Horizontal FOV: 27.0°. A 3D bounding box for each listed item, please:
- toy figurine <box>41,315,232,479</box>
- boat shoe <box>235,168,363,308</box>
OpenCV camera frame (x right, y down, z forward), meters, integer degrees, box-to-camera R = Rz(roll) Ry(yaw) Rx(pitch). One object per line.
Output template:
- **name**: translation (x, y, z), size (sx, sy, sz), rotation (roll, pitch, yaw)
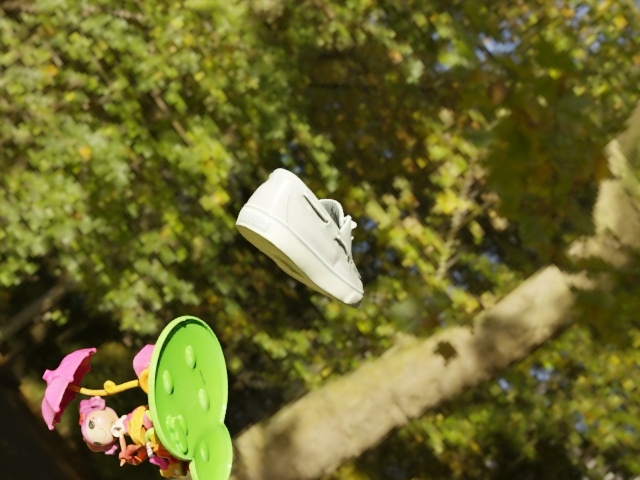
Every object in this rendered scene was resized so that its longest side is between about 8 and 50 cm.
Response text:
- **toy figurine**: translation (-0.180, 0.157, 1.240), size (0.159, 0.130, 0.173), rotation (-5, -65, 26)
- **boat shoe**: translation (-0.001, -0.001, 1.269), size (0.079, 0.081, 0.227), rotation (28, -8, 29)
